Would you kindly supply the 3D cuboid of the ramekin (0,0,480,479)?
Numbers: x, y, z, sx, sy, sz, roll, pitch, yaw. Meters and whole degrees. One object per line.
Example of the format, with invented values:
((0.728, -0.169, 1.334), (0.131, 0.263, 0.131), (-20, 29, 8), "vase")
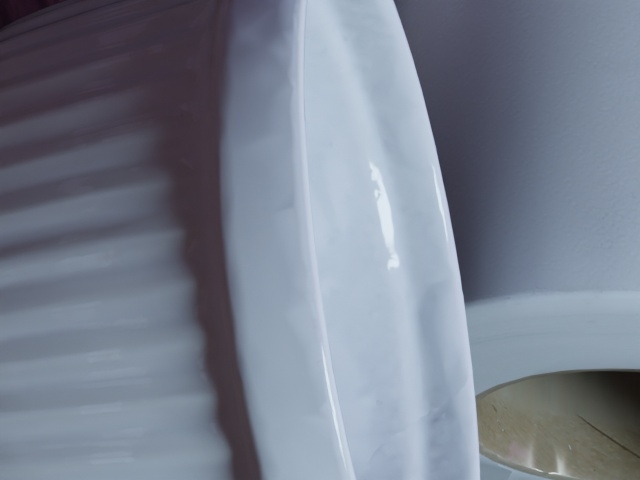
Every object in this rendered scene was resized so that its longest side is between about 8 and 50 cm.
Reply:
((-0.028, 0.022, 0.461), (0.207, 0.109, 0.207), (-9, 90, -77), "ramekin")

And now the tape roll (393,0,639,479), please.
((0.126, 0.001, 0.687), (0.246, 0.246, 0.169), (60, 33, -58), "tape roll")
